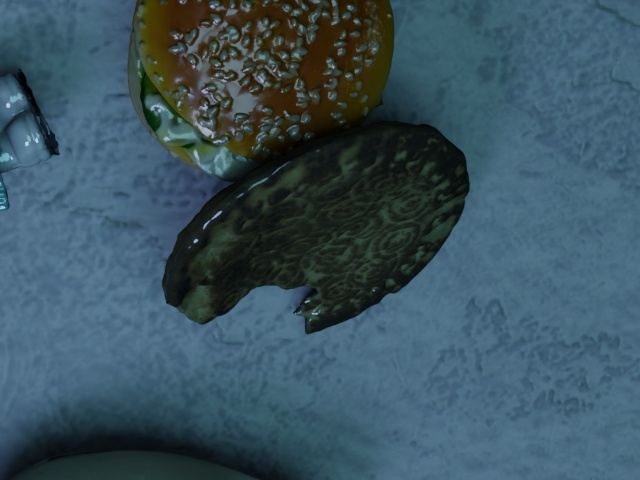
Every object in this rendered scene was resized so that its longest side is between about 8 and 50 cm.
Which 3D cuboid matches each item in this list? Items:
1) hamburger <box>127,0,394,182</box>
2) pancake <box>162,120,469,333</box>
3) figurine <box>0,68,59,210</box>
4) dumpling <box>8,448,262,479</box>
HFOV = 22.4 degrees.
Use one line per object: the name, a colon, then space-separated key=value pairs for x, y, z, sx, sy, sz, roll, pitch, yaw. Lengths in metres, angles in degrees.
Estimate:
hamburger: x=-0.047 y=-0.157 z=1.287 sx=0.237 sy=0.147 sz=0.237 roll=-7 pitch=113 yaw=-17
pancake: x=0.000 y=0.000 z=1.352 sx=0.288 sy=0.033 sz=0.286 roll=-21 pitch=152 yaw=-17
figurine: x=-0.334 y=-0.056 z=1.273 sx=0.245 sy=0.110 sz=0.138 roll=-26 pitch=77 yaw=-8
dumpling: x=-0.181 y=0.323 z=1.451 sx=0.395 sy=0.233 sz=0.315 roll=-14 pitch=148 yaw=-25
